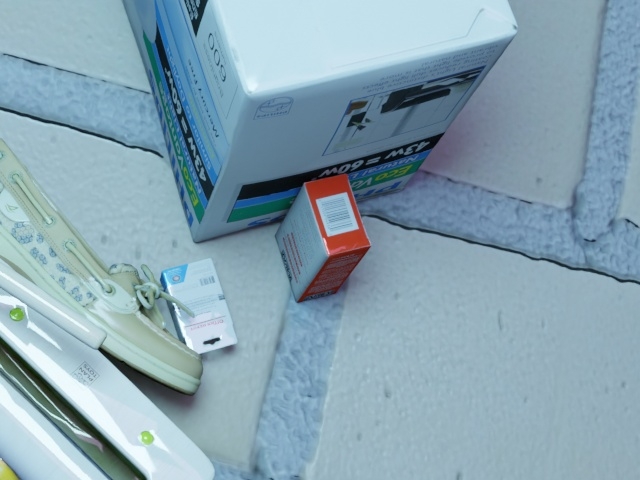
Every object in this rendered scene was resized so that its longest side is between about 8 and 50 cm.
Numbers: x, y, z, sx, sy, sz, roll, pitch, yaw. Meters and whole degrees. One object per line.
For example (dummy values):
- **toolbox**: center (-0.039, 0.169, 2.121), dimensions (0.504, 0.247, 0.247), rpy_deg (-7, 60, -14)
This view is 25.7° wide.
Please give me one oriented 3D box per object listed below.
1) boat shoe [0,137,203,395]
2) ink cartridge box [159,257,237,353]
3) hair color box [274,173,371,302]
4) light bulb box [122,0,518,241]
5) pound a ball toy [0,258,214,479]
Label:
- **boat shoe**: center (-0.205, 0.025, 1.214), dimensions (0.285, 0.104, 0.089), rpy_deg (39, 81, 2)
- **ink cartridge box**: center (-0.110, 0.063, 1.270), dimensions (0.048, 0.028, 0.083), rpy_deg (-15, 75, -16)
- **hair color box**: center (0.000, 0.000, 1.257), dimensions (0.043, 0.141, 0.072), rpy_deg (-14, 75, -17)
- **light bulb box**: center (-0.037, -0.233, 1.209), dimensions (0.225, 0.361, 0.358), rpy_deg (-14, 75, -16)
- **pound a ball toy**: center (-0.240, 0.126, 1.123), dimensions (0.319, 0.208, 0.136), rpy_deg (43, 68, 3)
